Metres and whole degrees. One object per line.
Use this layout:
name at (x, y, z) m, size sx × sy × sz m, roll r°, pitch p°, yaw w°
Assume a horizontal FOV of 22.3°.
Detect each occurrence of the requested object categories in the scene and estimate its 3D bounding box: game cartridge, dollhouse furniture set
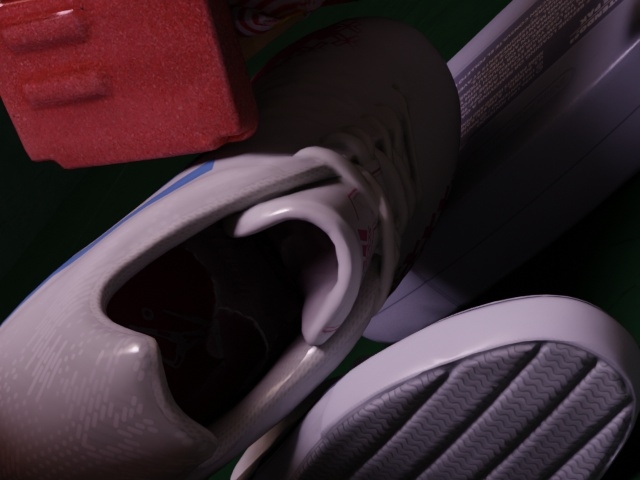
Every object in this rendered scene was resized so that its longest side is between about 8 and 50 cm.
game cartridge at (0.119, -0.076, 0.819) m, size 0.294 × 0.060 × 0.196 m, roll -43°, pitch 14°, yaw 29°
dollhouse furniture set at (0.058, -0.151, 0.606) m, size 0.374 × 0.152 × 0.201 m, roll -6°, pitch 24°, yaw 30°

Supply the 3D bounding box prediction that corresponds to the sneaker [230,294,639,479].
sneaker at (0.025, 0.079, 0.640) m, size 0.258 × 0.094 × 0.091 m, roll -38°, pitch 22°, yaw 40°

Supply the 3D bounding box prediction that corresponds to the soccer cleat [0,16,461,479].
soccer cleat at (-0.004, -0.002, 0.657) m, size 0.143 × 0.116 × 0.331 m, roll -24°, pitch 17°, yaw 46°
